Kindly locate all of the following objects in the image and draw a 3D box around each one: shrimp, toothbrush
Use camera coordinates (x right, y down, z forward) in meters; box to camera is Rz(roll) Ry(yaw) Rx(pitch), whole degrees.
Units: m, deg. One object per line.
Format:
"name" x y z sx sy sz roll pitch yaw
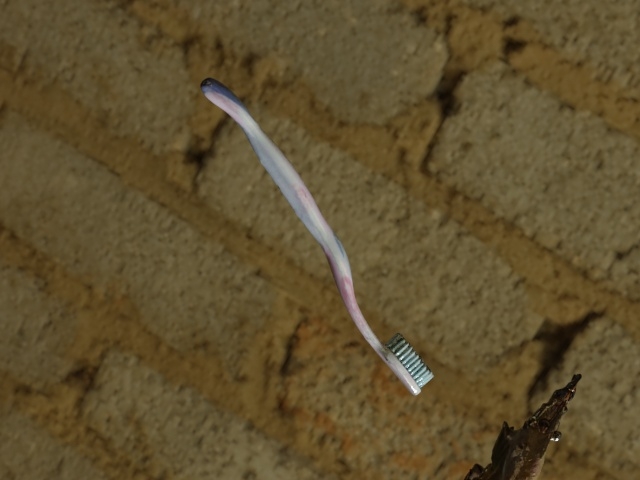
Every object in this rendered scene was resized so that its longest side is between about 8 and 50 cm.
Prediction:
"shrimp" 0.255 0.272 1.577 0.117 0.262 0.066 6 145 48
"toothbrush" 0.000 0.000 0.802 0.269 0.027 0.021 56 163 -17
